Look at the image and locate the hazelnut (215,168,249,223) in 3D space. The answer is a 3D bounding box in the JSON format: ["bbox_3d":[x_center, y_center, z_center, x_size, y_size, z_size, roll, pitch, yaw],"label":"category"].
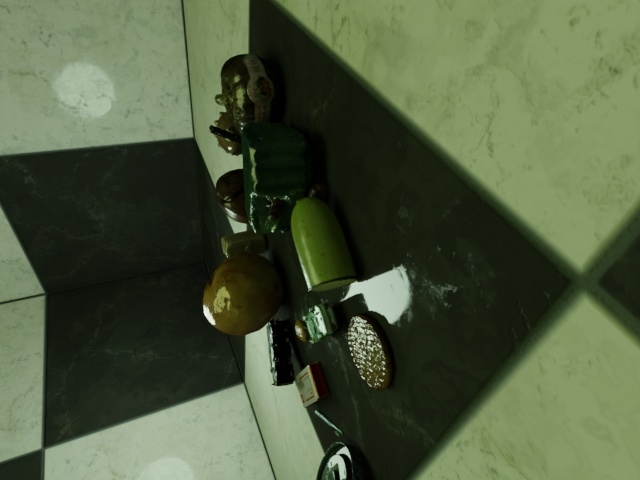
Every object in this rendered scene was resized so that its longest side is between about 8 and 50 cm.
[{"bbox_3d":[-0.296,-0.163,1.556,0.234,0.217,0.218,46,142,49],"label":"hazelnut"}]

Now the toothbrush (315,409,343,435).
[{"bbox_3d":[0.026,0.637,1.428,0.219,0.019,0.016,-5,102,68],"label":"toothbrush"}]

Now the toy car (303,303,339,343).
[{"bbox_3d":[0.004,0.245,1.211,0.224,0.076,0.090,115,137,-67],"label":"toy car"}]

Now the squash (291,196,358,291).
[{"bbox_3d":[0.000,0.000,1.030,0.132,0.132,0.247,133,124,-63],"label":"squash"}]

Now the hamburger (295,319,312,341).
[{"bbox_3d":[-0.061,0.320,1.445,0.083,0.044,0.076,179,80,-70],"label":"hamburger"}]

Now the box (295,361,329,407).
[{"bbox_3d":[-0.034,0.523,1.473,0.229,0.050,0.123,119,135,-58],"label":"box"}]

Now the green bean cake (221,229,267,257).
[{"bbox_3d":[-0.327,0.015,1.751,0.109,0.179,0.085,-136,39,-58],"label":"green bean cake"}]

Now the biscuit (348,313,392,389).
[{"bbox_3d":[0.122,0.273,1.006,0.187,0.027,0.188,169,90,-67],"label":"biscuit"}]

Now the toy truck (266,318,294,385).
[{"bbox_3d":[-0.162,0.449,1.637,0.121,0.088,0.259,117,148,-56],"label":"toy truck"}]

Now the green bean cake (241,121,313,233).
[{"bbox_3d":[-0.130,-0.169,1.166,0.300,0.168,0.308,-124,32,-62],"label":"green bean cake"}]

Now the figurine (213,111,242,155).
[{"bbox_3d":[-0.308,-0.406,1.500,0.177,0.172,0.247,106,145,-49],"label":"figurine"}]

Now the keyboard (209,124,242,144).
[{"bbox_3d":[-0.256,-0.335,1.362,0.023,0.231,0.072,-65,27,18],"label":"keyboard"}]

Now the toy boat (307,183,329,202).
[{"bbox_3d":[-0.018,-0.106,1.120,0.149,0.048,0.047,115,137,-56],"label":"toy boat"}]

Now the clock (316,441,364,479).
[{"bbox_3d":[0.055,0.734,1.231,0.226,0.048,0.226,-54,22,35],"label":"clock"}]

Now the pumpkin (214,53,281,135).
[{"bbox_3d":[-0.236,-0.451,1.286,0.260,0.189,0.261,170,90,-69],"label":"pumpkin"}]

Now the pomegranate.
[{"bbox_3d":[-0.295,0.222,1.644,0.338,0.338,0.339,168,90,-68],"label":"pomegranate"}]
